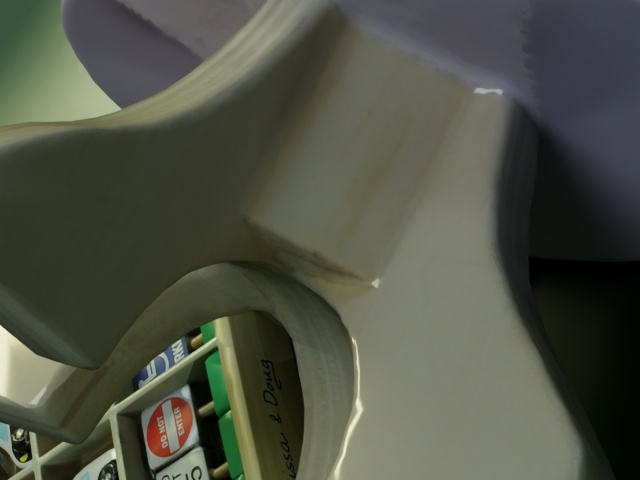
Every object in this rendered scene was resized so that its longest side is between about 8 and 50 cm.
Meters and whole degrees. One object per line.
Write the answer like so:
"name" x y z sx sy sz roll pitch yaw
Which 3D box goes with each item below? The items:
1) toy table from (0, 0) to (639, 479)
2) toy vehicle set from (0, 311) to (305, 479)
"toy table" 0.000 0.000 0.522 0.274 0.252 0.161 0 56 51
"toy vehicle set" -0.072 0.113 0.674 0.166 0.035 0.266 -36 50 28
